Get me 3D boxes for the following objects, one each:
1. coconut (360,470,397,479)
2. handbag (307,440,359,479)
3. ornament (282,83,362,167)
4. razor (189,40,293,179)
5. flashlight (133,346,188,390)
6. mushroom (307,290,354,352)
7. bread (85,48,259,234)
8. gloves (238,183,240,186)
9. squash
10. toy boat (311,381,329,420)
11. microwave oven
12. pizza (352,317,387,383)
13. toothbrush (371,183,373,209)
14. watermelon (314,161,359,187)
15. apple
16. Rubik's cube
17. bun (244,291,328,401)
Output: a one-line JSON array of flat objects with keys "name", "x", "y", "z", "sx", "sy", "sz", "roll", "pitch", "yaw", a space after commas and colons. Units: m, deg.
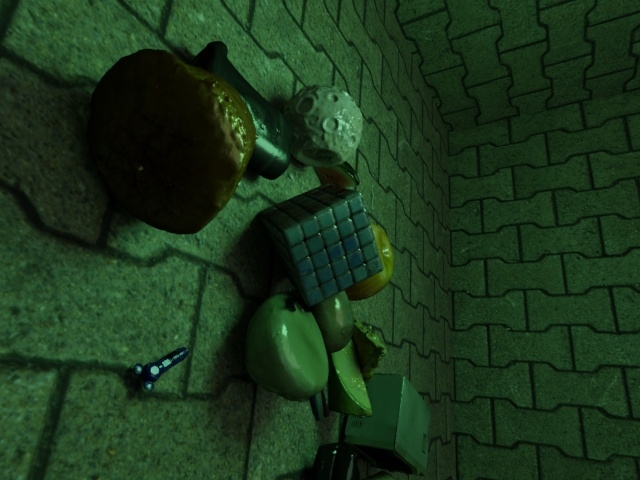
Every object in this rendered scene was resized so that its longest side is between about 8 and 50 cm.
[{"name": "coconut", "x": 0.207, "y": 0.919, "z": 1.362, "sx": 0.245, "sy": 0.245, "sz": 0.247, "roll": 53, "pitch": 49, "yaw": -42}, {"name": "handbag", "x": 0.040, "y": 0.795, "z": 1.207, "sx": 0.288, "sy": 0.152, "sz": 0.342, "roll": 66, "pitch": 36, "yaw": -48}, {"name": "ornament", "x": 0.003, "y": -0.360, "z": 1.257, "sx": 0.259, "sy": 0.259, "sz": 0.225, "roll": 26, "pitch": 67, "yaw": -56}, {"name": "razor", "x": -0.198, "y": -0.314, "z": 1.030, "sx": 0.349, "sy": 0.113, "sz": 0.204, "roll": 40, "pitch": 50, "yaw": -48}, {"name": "flashlight", "x": -0.313, "y": 0.247, "z": 0.803, "sx": 0.057, "sy": 0.035, "sz": 0.121, "roll": 57, "pitch": 27, "yaw": 3}, {"name": "mushroom", "x": 0.009, "y": 0.230, "z": 1.233, "sx": 0.226, "sy": 0.178, "sz": 0.226, "roll": 159, "pitch": -90, "yaw": -83}, {"name": "bread", "x": -0.264, "y": -0.169, "z": 0.727, "sx": 0.172, "sy": 0.312, "sz": 0.312, "roll": -52, "pitch": 129, "yaw": -63}, {"name": "gloves", "x": -0.259, "y": -0.201, "z": 0.922, "sx": 0.229, "sy": 0.097, "sz": 0.119, "roll": 54, "pitch": 54, "yaw": -38}, {"name": "squash", "x": 0.084, "y": 0.418, "z": 1.346, "sx": 0.111, "sy": 0.203, "sz": 0.288, "roll": 14, "pitch": 72, "yaw": -24}, {"name": "toy boat", "x": -0.004, "y": 0.461, "z": 1.290, "sx": 0.080, "sy": 0.046, "sz": 0.228, "roll": 1, "pitch": 81, "yaw": -63}, {"name": "microwave oven", "x": 0.254, "y": 0.687, "z": 1.518, "sx": 0.355, "sy": 0.218, "sz": 0.286, "roll": 54, "pitch": 40, "yaw": -41}, {"name": "pizza", "x": 0.165, "y": 0.395, "z": 1.396, "sx": 0.075, "sy": 0.288, "sz": 0.280, "roll": 4, "pitch": 76, "yaw": -17}, {"name": "toothbrush", "x": 0.240, "y": -0.204, "z": 1.879, "sx": 0.013, "sy": 0.011, "sz": 0.131, "roll": 18, "pitch": 68, "yaw": -35}, {"name": "watermelon", "x": 0.062, "y": -0.264, "z": 1.486, "sx": 0.193, "sy": 0.137, "sz": 0.145, "roll": 31, "pitch": 46, "yaw": -2}, {"name": "apple", "x": 0.125, "y": 0.063, "z": 1.401, "sx": 0.286, "sy": 0.233, "sz": 0.286, "roll": 22, "pitch": 64, "yaw": -57}, {"name": "Rubik's cube", "x": 0.000, "y": 0.000, "z": 1.111, "sx": 0.237, "sy": 0.238, "sz": 0.237, "roll": -26, "pitch": 113, "yaw": -12}, {"name": "bun", "x": -0.103, "y": 0.278, "z": 1.038, "sx": 0.283, "sy": 0.179, "sz": 0.283, "roll": 59, "pitch": 17, "yaw": -30}]
